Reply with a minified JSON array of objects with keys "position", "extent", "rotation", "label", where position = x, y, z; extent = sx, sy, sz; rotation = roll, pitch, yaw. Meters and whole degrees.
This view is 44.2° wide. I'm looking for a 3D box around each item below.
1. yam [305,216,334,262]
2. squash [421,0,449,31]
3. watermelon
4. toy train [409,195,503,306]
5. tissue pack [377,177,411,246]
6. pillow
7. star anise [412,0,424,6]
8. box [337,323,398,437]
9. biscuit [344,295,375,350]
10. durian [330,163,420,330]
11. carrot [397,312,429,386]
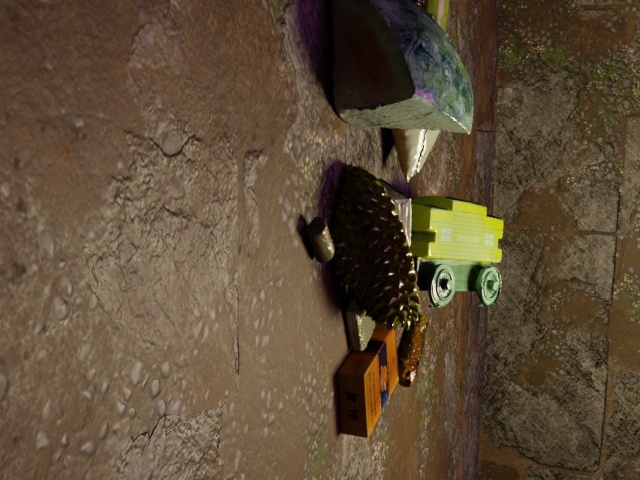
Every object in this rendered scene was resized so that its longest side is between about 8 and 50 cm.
[{"position":[0.000,0.000,1.413],"extent":[0.094,0.043,0.043],"rotation":[67,33,-50],"label":"yam"},{"position":[0.274,-0.539,2.000],"extent":[0.095,0.095,0.188],"rotation":[-1,99,-70],"label":"squash"},{"position":[0.117,-0.317,1.492],"extent":[0.387,0.258,0.228],"rotation":[53,37,11],"label":"watermelon"},{"position":[0.313,0.025,1.975],"extent":[0.442,0.179,0.273],"rotation":[5,88,-50],"label":"toy train"},{"position":[0.142,-0.057,1.667],"extent":[0.156,0.051,0.113],"rotation":[-132,-144,-63],"label":"tissue pack"},{"position":[0.233,-0.344,1.870],"extent":[0.310,0.119,0.313],"rotation":[-62,148,-52],"label":"pillow"},{"position":[0.222,-0.637,1.880],"extent":[0.157,0.053,0.213],"rotation":[51,49,-63],"label":"star anise"},{"position":[0.108,0.301,1.729],"extent":[0.237,0.070,0.152],"rotation":[-49,138,-61],"label":"box"},{"position":[0.104,0.138,1.725],"extent":[0.199,0.040,0.121],"rotation":[-59,148,-49],"label":"biscuit"},{"position":[0.121,0.022,1.562],"extent":[0.169,0.158,0.352],"rotation":[-42,120,-63],"label":"durian"},{"position":[0.245,0.289,2.102],"extent":[0.229,0.068,0.069],"rotation":[-67,153,-43],"label":"carrot"}]
